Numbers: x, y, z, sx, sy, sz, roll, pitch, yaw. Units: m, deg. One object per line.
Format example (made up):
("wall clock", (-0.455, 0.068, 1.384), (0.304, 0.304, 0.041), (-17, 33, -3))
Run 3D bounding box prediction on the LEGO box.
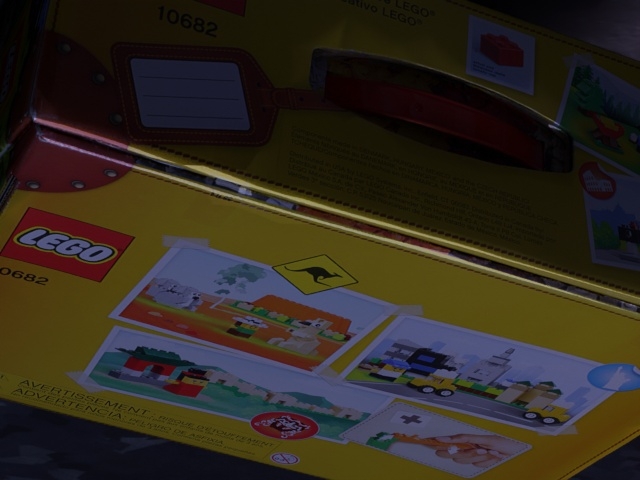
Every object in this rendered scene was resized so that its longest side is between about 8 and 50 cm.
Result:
("LEGO box", (0.000, 0.000, 1.231), (0.500, 0.193, 0.372), (17, 148, -19))
